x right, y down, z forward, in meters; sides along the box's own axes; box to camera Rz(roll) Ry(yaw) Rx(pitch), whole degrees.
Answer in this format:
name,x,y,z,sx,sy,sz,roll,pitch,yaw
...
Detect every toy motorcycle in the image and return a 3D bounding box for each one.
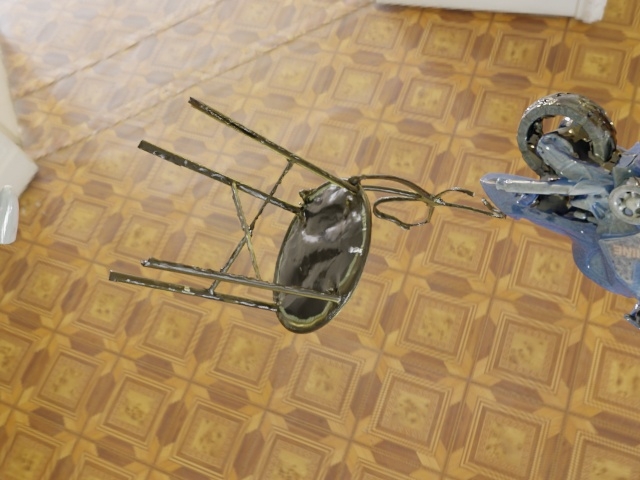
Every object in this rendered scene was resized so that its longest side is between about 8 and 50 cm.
name,x,y,z,sx,sy,sz,roll,pitch,yaw
toy motorcycle,0.200,-0.005,0.387,0.205,0.114,0.076,42,58,16

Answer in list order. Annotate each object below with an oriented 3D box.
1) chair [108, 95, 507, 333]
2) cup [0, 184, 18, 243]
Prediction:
name,x,y,z,sx,sy,sz,roll,pitch,yaw
chair,0.000,0.000,0.548,0.160,0.326,0.170,-13,62,57
cup,-0.537,-0.031,0.750,0.300,0.173,0.167,7,26,-29
